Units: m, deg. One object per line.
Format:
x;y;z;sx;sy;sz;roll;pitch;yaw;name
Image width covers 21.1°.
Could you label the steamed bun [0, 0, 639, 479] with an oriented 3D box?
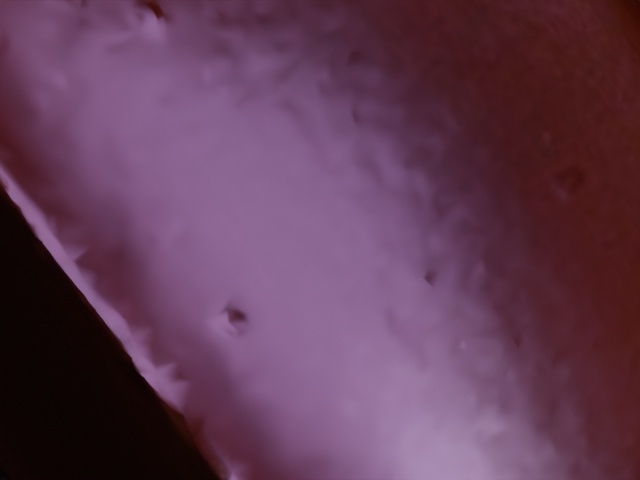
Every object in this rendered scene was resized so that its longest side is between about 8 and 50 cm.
0.000;0.000;0.620;0.248;0.235;0.379;-39;93;-28;steamed bun
